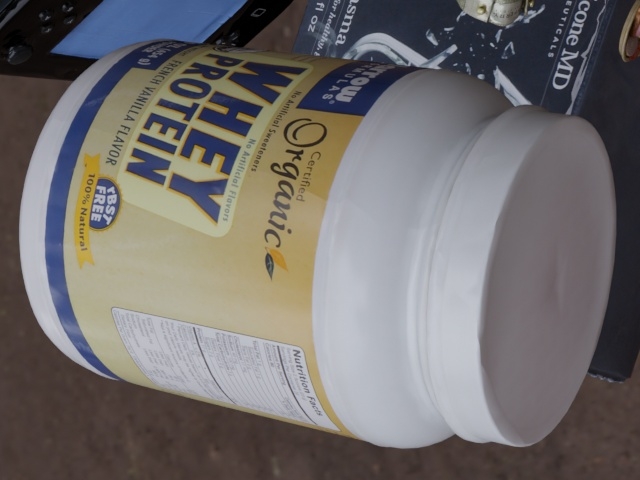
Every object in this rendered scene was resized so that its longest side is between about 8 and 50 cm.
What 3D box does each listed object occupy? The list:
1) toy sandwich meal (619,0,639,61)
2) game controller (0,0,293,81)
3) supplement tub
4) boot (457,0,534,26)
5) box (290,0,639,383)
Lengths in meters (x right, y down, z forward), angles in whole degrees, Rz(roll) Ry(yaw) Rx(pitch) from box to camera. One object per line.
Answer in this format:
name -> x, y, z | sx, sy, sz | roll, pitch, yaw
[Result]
toy sandwich meal -> 0.320, -0.210, 1.538 | 0.029, 0.085, 0.085 | 25, 121, 22
game controller -> -0.138, -0.185, 1.264 | 0.166, 0.319, 0.067 | -29, 79, 26
supplement tub -> 0.000, 0.000, 0.973 | 0.316, 0.228, 0.228 | 10, 106, 30
boot -> 0.183, -0.268, 1.415 | 0.213, 0.077, 0.165 | -132, 42, -51
box -> 0.200, -0.132, 1.951 | 0.472, 0.297, 0.479 | 19, 91, 43
